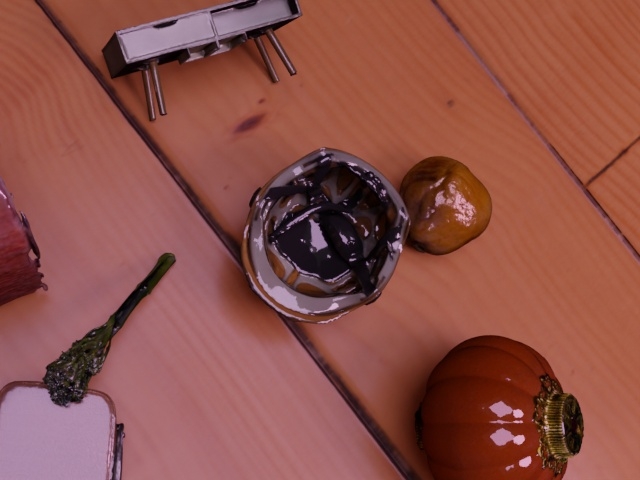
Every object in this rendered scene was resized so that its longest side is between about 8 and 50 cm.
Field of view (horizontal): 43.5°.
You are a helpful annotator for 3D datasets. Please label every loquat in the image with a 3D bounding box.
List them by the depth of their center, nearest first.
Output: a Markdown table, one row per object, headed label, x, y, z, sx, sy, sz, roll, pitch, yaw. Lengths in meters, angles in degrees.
| label | x | y | z | sx | sy | sz | roll | pitch | yaw |
| --- | --- | --- | --- | --- | --- | --- | --- | --- | --- |
| loquat | 0.164 | -0.044 | 1.093 | 0.137 | 0.113 | 0.137 | -5 | 101 | -26 |

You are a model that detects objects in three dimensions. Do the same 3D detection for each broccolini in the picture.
| label | x | y | z | sx | sy | sz | roll | pitch | yaw |
| --- | --- | --- | --- | --- | --- | --- | --- | --- | --- |
| broccolini | -0.239 | 0.091 | 0.931 | 0.051 | 0.054 | 0.239 | 59 | 41 | -28 |

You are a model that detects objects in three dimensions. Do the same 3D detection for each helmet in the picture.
| label | x | y | z | sx | sy | sz | roll | pitch | yaw |
| --- | --- | --- | --- | --- | --- | --- | --- | --- | --- |
| helmet | 0.000 | 0.000 | 1.017 | 0.198 | 0.130 | 0.224 | 38 | 79 | 0 |

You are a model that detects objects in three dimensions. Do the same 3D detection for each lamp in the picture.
| label | x | y | z | sx | sy | sz | roll | pitch | yaw |
| --- | --- | --- | --- | --- | --- | --- | --- | --- | --- |
| lamp | 0.215 | 0.227 | 0.984 | 0.223 | 0.197 | 0.223 | 20 | 65 | -52 |

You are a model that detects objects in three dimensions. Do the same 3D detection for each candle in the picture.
| label | x | y | z | sx | sy | sz | roll | pitch | yaw |
| --- | --- | --- | --- | --- | --- | --- | --- | --- | --- |
| candle | -0.403 | -0.041 | 0.862 | 0.131 | 0.287 | 0.317 | -26 | 42 | -19 |

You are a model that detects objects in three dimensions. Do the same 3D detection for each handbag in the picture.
| label | x | y | z | sx | sy | sz | roll | pitch | yaw |
| --- | --- | --- | --- | --- | --- | --- | --- | --- | --- |
| handbag | -0.296 | 0.259 | 0.891 | 0.151 | 0.072 | 0.193 | 8 | 72 | -15 |

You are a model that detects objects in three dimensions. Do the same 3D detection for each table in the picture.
| label | x | y | z | sx | sy | sz | roll | pitch | yaw |
| --- | --- | --- | --- | --- | --- | --- | --- | --- | --- |
| table | -0.145 | -0.240 | 1.049 | 0.240 | 0.121 | 0.111 | -22 | 100 | -20 |
